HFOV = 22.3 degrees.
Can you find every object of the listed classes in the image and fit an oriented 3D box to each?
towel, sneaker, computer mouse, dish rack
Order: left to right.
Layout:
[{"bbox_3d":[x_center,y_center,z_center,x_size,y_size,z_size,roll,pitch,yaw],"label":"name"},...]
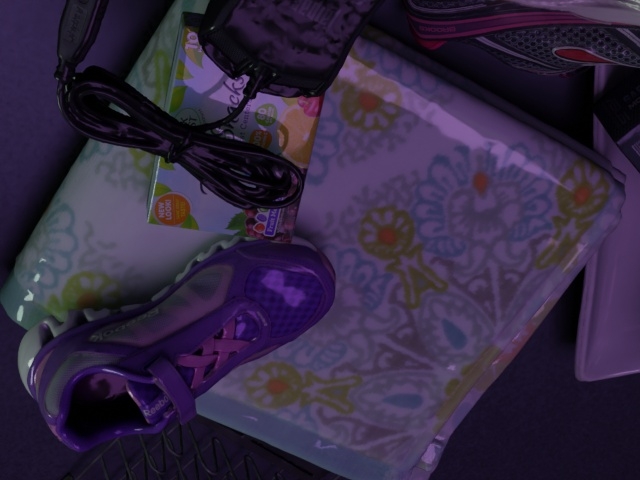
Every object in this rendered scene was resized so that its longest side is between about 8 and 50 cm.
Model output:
[{"bbox_3d":[-0.095,0.078,1.111,0.236,0.104,0.095,-23,118,4],"label":"sneaker"},{"bbox_3d":[-0.103,0.222,1.350,0.208,0.074,0.271,34,110,-34],"label":"dish rack"},{"bbox_3d":[-0.052,-0.156,0.985,0.184,0.060,0.262,20,115,-18],"label":"computer mouse"},{"bbox_3d":[0.000,0.000,1.193,0.374,0.090,0.320,26,112,-21],"label":"towel"},{"bbox_3d":[0.203,-0.156,1.104,0.299,0.121,0.112,19,130,9],"label":"sneaker"}]

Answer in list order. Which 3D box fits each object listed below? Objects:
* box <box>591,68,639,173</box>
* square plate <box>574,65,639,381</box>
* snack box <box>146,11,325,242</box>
[{"bbox_3d":[0.339,-0.075,1.209,0.183,0.059,0.232,-39,125,14],"label":"box"},{"bbox_3d":[0.370,-0.055,1.301,0.347,0.049,0.344,-10,127,-9],"label":"square plate"},{"bbox_3d":[-0.055,-0.073,1.069,0.100,0.037,0.141,8,115,-10],"label":"snack box"}]
